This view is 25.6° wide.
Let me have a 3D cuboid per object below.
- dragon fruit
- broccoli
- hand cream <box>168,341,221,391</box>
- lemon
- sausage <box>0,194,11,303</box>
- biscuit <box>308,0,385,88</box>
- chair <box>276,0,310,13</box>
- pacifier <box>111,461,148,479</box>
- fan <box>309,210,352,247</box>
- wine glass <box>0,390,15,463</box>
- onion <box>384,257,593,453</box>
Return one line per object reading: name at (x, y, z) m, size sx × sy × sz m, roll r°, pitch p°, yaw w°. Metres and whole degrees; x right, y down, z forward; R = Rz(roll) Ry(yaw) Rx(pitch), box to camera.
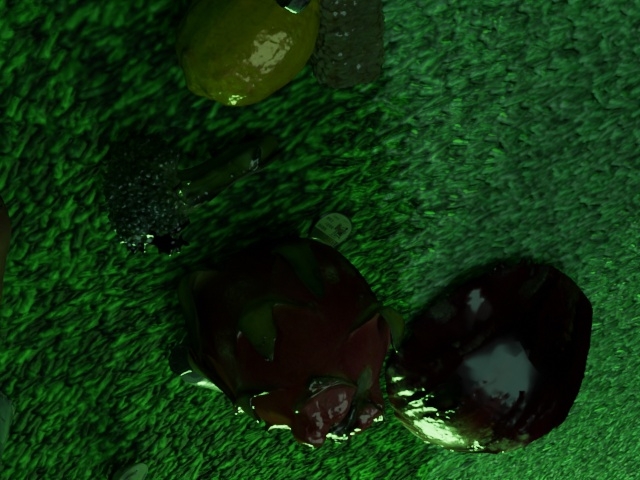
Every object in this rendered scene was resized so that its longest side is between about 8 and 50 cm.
dragon fruit at (-0.030, 0.108, 1.523) m, size 0.224 × 0.227 × 0.224 m, roll -16°, pitch 131°, yaw -19°
broccoli at (-0.122, -0.059, 1.375) m, size 0.204 × 0.118 × 0.122 m, roll -26°, pitch 115°, yaw -41°
hand cream at (-0.094, 0.157, 1.669) m, size 0.080 × 0.050 × 0.234 m, roll -50°, pitch 146°, yaw 11°
lemon at (-0.063, -0.187, 1.256) m, size 0.155 × 0.114 × 0.114 m, roll -45°, pitch 143°, yaw 8°
sausage at (-0.322, 0.032, 1.342) m, size 0.043 × 0.043 × 0.186 m, roll -10°, pitch 136°, yaw -32°
biscuit at (0.024, -0.219, 1.333) m, size 0.082 × 0.070 × 0.168 m, roll -19°, pitch 143°, yaw -10°
chair at (-0.003, -0.275, 1.078) m, size 0.147 × 0.270 × 0.136 m, roll 17°, pitch 117°, yaw -47°
pacifier at (-0.223, 0.307, 1.705) m, size 0.068 × 0.064 × 0.083 m, roll -27°, pitch 147°, yaw -44°
fan at (0.008, -0.002, 1.608) m, size 0.060 × 0.003 × 0.080 m, roll -1°, pitch 130°, yaw -38°
wine glass at (-0.339, 0.255, 1.451) m, size 0.122 × 0.183 × 0.122 m, roll -23°, pitch 143°, yaw -18°
onion at (0.230, 0.178, 1.876) m, size 0.314 × 0.146 × 0.280 m, roll -41°, pitch 140°, yaw 13°
